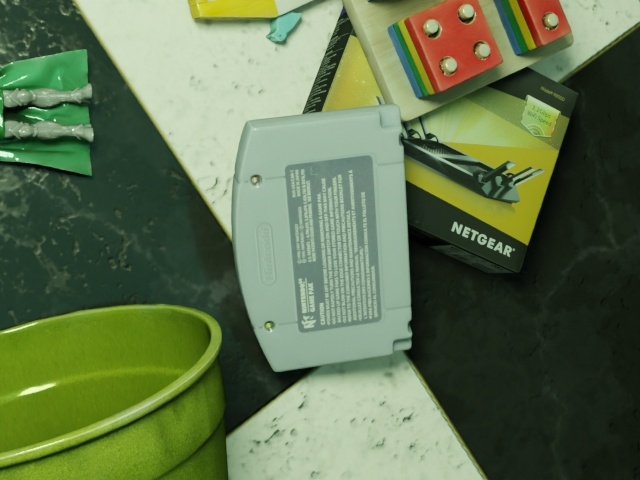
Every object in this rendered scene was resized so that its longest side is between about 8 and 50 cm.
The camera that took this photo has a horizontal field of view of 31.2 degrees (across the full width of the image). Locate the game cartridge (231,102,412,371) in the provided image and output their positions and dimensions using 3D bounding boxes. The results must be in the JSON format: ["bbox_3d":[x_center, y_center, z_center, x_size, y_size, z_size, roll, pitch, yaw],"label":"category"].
[{"bbox_3d":[0.000,0.000,1.281,0.196,0.060,0.294,-8,111,-12],"label":"game cartridge"}]

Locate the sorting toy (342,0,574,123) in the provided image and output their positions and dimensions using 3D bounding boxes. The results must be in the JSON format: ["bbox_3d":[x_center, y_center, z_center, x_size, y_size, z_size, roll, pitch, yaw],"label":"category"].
[{"bbox_3d":[0.158,-0.302,1.304,0.257,0.089,0.255,-26,97,-20],"label":"sorting toy"}]

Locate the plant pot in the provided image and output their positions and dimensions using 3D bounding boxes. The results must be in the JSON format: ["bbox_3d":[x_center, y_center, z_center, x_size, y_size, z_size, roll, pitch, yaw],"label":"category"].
[{"bbox_3d":[-0.235,0.290,1.108,0.366,0.366,0.353,-18,106,-20],"label":"plant pot"}]

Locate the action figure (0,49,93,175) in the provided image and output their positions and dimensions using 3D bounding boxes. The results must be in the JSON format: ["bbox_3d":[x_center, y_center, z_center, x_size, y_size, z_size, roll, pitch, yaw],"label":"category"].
[{"bbox_3d":[-0.359,-0.132,1.208,0.232,0.063,0.137,-4,93,-17],"label":"action figure"}]

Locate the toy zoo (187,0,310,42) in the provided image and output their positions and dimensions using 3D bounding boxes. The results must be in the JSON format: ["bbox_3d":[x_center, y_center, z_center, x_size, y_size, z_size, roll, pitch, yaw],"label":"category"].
[{"bbox_3d":[-0.081,-0.374,1.317,0.192,0.030,0.293,-17,100,-24],"label":"toy zoo"}]

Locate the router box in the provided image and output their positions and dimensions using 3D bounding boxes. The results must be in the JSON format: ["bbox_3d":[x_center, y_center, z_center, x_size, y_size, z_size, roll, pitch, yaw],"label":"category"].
[{"bbox_3d":[0.134,-0.126,1.379,0.309,0.081,0.243,23,80,-19],"label":"router box"}]
